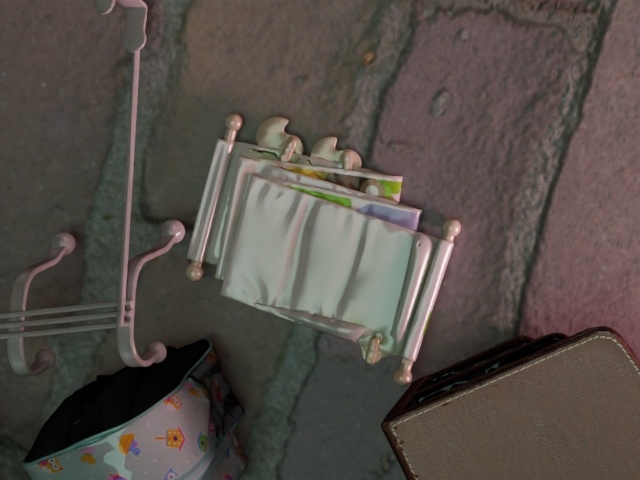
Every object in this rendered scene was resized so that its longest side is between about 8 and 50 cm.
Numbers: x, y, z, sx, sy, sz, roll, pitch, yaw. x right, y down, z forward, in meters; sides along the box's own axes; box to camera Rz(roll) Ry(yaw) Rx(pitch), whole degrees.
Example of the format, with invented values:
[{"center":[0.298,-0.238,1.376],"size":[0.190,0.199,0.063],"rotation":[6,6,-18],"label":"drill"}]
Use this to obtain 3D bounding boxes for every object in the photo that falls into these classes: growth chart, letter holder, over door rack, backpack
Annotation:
[{"center":[0.000,0.000,1.553],"size":[0.237,0.021,0.172],"rotation":[24,94,9],"label":"growth chart"},{"center":[0.218,0.224,1.476],"size":[0.214,0.152,0.302],"rotation":[-25,92,14],"label":"letter holder"},{"center":[-0.245,-0.045,1.572],"size":[0.239,0.108,0.324],"rotation":[-6,83,22],"label":"over door rack"},{"center":[-0.156,0.181,1.542],"size":[0.165,0.188,0.144],"rotation":[-22,92,15],"label":"backpack"}]
